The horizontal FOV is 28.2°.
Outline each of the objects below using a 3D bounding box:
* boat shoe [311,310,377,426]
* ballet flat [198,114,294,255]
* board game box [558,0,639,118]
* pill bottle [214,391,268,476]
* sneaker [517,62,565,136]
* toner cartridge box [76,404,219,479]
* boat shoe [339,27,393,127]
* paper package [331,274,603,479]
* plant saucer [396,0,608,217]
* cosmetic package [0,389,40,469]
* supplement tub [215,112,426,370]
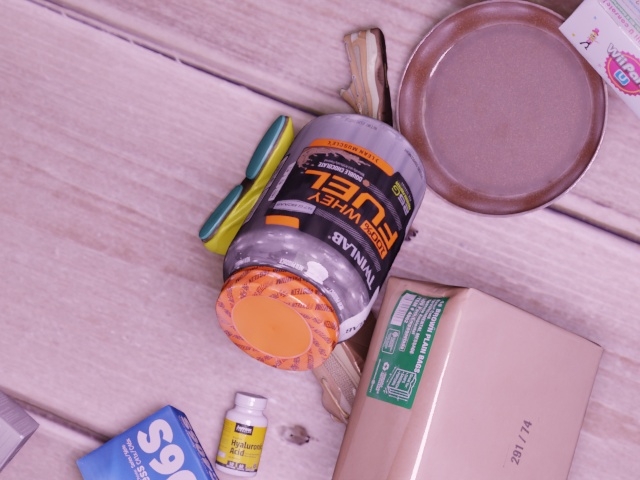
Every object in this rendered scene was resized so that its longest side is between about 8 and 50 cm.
[{"bbox_3d":[0.063,0.214,1.858,0.110,0.121,0.341,-33,83,40],"label":"boat shoe"},{"bbox_3d":[-0.090,-0.074,1.883,0.077,0.077,0.231,33,94,-19],"label":"ballet flat"},{"bbox_3d":[0.511,-0.310,1.774,0.303,0.097,0.224,-39,87,-30],"label":"board game box"},{"bbox_3d":[-0.113,0.285,1.878,0.065,0.065,0.116,12,90,2],"label":"pill bottle"},{"bbox_3d":[0.320,-0.205,1.863,0.077,0.072,0.178,2,84,12],"label":"sneaker"},{"bbox_3d":[-0.199,0.426,1.819,0.165,0.075,0.348,-33,68,3],"label":"toner cartridge box"},{"bbox_3d":[0.064,-0.216,1.880,0.072,0.068,0.190,-6,80,14],"label":"boat shoe"},{"bbox_3d":[0.197,0.246,1.723,0.309,0.168,0.325,24,80,-38],"label":"paper package"},{"bbox_3d":[0.261,-0.187,1.834,0.310,0.050,0.311,1,92,22],"label":"plant saucer"},{"bbox_3d":[-0.549,0.248,1.879,0.238,0.107,0.127,39,94,-1],"label":"cosmetic package"},{"bbox_3d":[0.000,0.000,1.729,0.207,0.207,0.338,26,50,2],"label":"supplement tub"}]
